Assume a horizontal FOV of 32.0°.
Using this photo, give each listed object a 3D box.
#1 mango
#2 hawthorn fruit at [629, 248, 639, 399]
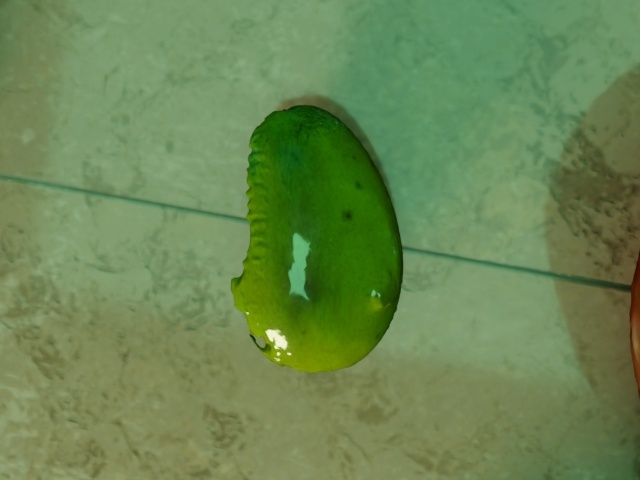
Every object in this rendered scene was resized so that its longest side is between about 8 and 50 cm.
[{"bbox_3d":[0.001,0.000,0.731,0.100,0.119,0.178,-2,102,25],"label":"mango"},{"bbox_3d":[0.386,0.075,0.592,0.403,0.403,0.403,0,101,2],"label":"hawthorn fruit"}]
